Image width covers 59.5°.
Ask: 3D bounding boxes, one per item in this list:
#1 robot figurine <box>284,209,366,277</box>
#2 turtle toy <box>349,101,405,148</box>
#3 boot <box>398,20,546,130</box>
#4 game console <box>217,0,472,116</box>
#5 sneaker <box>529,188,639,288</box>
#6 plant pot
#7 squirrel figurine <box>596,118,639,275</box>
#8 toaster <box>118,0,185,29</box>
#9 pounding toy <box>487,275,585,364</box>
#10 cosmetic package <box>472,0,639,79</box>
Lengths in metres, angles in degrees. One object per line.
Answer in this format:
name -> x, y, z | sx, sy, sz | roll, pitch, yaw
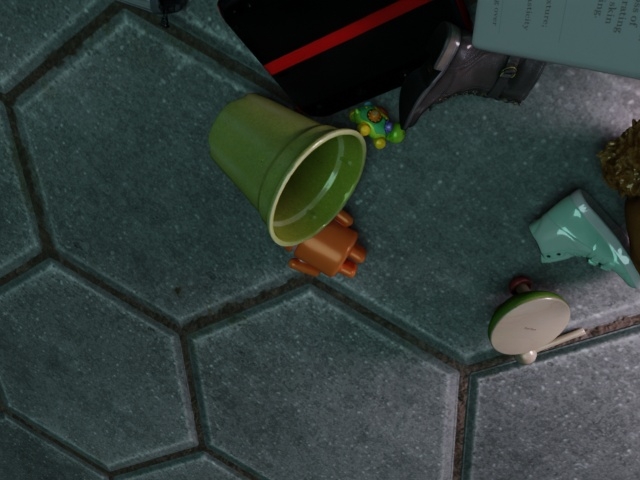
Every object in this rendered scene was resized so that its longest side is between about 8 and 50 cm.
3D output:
robot figurine -> -0.001, 0.002, 1.301 | 0.219, 0.128, 0.158 | 32, 144, 1
turtle toy -> 0.121, -0.241, 1.169 | 0.130, 0.095, 0.066 | 31, 113, -32
boot -> 0.290, -0.290, 1.067 | 0.229, 0.091, 0.263 | 8, 146, -17
game console -> 0.059, -0.395, 1.029 | 0.386, 0.060, 0.342 | -18, 144, 24
sneaker -> 0.549, 0.023, 1.164 | 0.256, 0.094, 0.151 | 46, 126, -10
plant pot -> -0.088, -0.172, 1.170 | 0.254, 0.276, 0.276 | 39, 123, 24
squirrel figurine -> 0.649, -0.075, 0.903 | 0.281, 0.370, 0.397 | -38, 84, 8
toaster -> -0.361, -0.566, 1.147 | 0.146, 0.129, 0.227 | 19, 121, 12
pounding toy -> 0.461, 0.168, 1.266 | 0.183, 0.110, 0.237 | -37, 129, 17
cosmetic package -> 0.473, -0.404, 0.746 | 0.394, 0.327, 0.329 | 40, 135, 50
